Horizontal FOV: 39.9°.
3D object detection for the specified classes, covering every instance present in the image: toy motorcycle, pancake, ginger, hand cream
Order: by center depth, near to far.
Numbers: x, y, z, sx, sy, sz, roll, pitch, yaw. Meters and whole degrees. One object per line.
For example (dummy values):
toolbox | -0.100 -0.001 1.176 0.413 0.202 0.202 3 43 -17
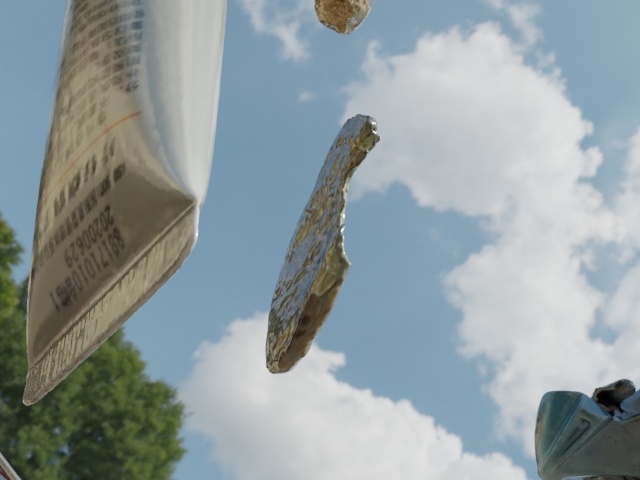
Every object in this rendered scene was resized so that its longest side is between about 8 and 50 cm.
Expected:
hand cream | -0.094 -0.078 0.450 0.089 0.314 0.140 29 -48 -28
toy motorcycle | 0.384 0.181 0.877 0.232 0.416 0.172 52 -6 22
pancake | 0.000 0.000 0.945 0.033 0.288 0.286 22 -74 -11
ginger | 0.037 -0.313 1.094 0.069 0.190 0.095 27 -56 -5

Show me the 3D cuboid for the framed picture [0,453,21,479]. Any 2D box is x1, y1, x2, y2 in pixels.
framed picture | -0.426 0.190 0.943 0.211 0.020 0.289 35 -17 36
